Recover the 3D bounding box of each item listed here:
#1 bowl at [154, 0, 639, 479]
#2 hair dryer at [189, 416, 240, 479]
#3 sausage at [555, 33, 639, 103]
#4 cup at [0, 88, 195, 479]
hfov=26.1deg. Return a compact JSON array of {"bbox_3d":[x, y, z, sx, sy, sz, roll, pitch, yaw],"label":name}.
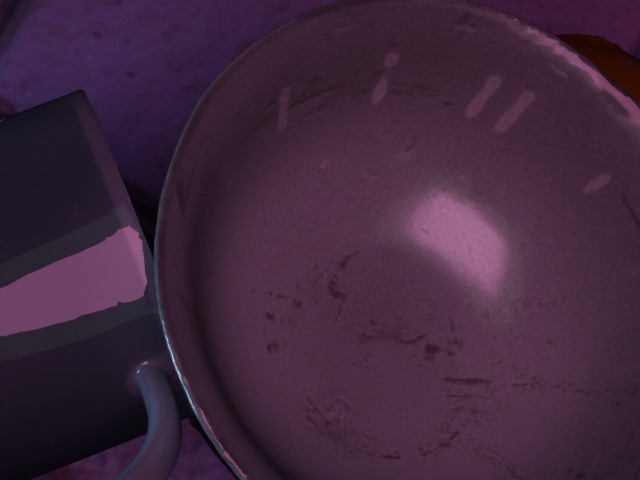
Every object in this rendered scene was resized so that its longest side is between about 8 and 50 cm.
[{"bbox_3d":[0.069,0.053,1.021,0.434,0.196,0.435,7,68,-18],"label":"bowl"},{"bbox_3d":[-0.054,0.240,1.169,0.340,0.123,0.312,43,95,-1],"label":"hair dryer"},{"bbox_3d":[0.178,-0.002,1.184,0.134,0.116,0.354,24,92,-21],"label":"sausage"},{"bbox_3d":[-0.238,0.088,0.984,0.274,0.357,0.259,-21,134,-7],"label":"cup"}]
